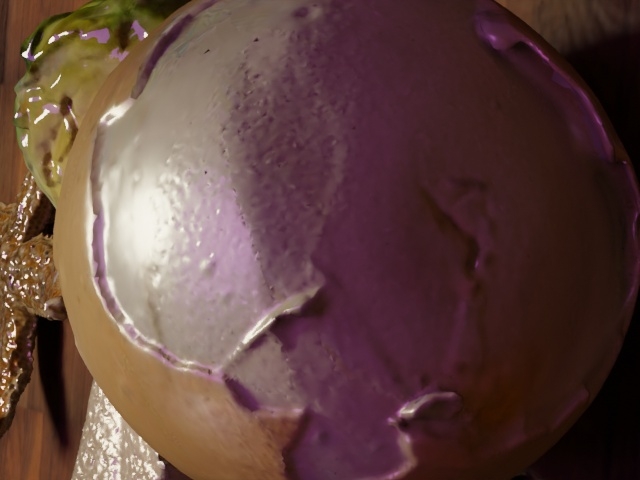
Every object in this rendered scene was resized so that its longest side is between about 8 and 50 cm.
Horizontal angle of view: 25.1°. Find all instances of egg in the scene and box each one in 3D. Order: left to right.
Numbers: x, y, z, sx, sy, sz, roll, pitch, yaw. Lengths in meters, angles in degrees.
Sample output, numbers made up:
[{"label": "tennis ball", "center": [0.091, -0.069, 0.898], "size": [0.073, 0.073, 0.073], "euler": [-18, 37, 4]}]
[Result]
[{"label": "egg", "center": [0.000, 0.000, 0.539], "size": [0.244, 0.201, 0.201], "euler": [180, 94, -70]}]

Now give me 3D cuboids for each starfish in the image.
[{"label": "starfish", "center": [-0.203, 0.022, 1.011], "size": [0.295, 0.048, 0.231], "euler": [-66, 26, 25]}]

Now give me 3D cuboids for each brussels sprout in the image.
[{"label": "brussels sprout", "center": [-0.071, -0.064, 0.741], "size": [0.151, 0.122, 0.149], "euler": [34, 127, 16]}]

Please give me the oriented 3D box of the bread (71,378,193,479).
[{"label": "bread", "center": [-0.104, 0.136, 0.781], "size": [0.152, 0.077, 0.105], "euler": [-55, 45, 22]}]
